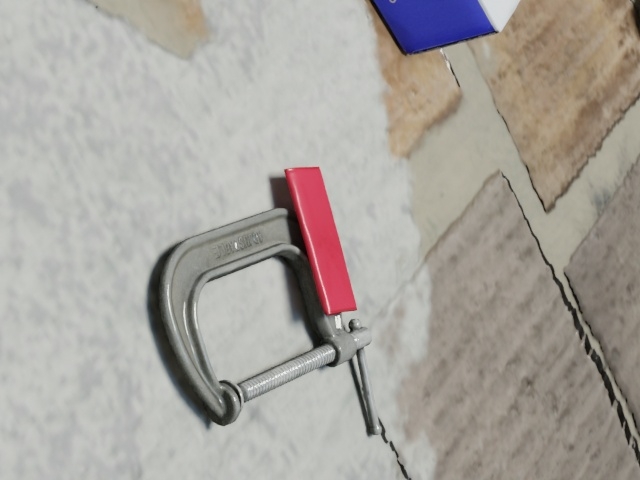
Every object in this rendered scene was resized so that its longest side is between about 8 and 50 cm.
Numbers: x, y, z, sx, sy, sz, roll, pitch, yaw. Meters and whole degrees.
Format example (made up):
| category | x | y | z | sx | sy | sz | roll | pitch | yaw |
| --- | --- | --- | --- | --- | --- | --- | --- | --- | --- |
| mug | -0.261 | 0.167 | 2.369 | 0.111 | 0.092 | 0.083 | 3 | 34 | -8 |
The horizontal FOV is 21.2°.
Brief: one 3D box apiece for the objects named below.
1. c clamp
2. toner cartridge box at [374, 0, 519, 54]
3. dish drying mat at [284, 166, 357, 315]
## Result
| category | x | y | z | sx | sy | sz | roll | pitch | yaw |
| --- | --- | --- | --- | --- | --- | --- | --- | --- | --- |
| c clamp | -0.023 | 0.052 | 0.909 | 0.161 | 0.022 | 0.137 | -12 | 91 | -52 |
| toner cartridge box | 0.027 | -0.298 | 1.006 | 0.347 | 0.075 | 0.165 | 56 | 45 | -27 |
| dish drying mat | 0.000 | 0.000 | 0.939 | 0.032 | 0.008 | 0.083 | -5 | 78 | -59 |
